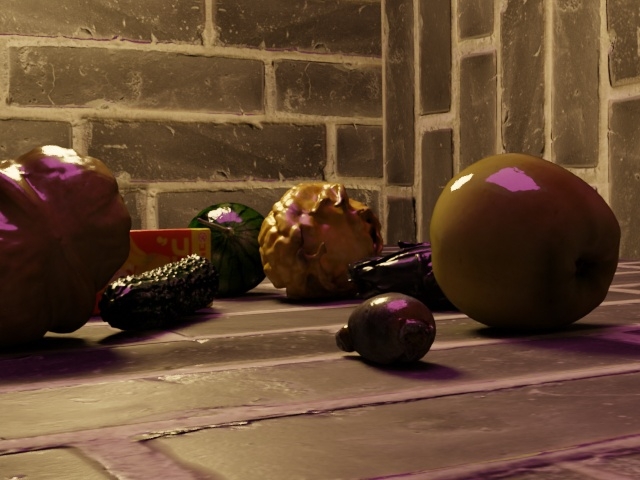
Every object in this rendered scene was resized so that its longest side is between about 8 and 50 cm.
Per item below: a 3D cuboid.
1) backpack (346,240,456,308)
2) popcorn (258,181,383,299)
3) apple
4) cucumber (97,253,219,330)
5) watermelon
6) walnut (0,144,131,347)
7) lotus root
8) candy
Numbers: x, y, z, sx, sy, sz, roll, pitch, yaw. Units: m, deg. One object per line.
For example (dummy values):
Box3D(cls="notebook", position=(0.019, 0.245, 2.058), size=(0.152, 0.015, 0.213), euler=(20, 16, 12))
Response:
Box3D(cls="backpack", position=(0.173, 0.058, 1.788), size=(0.258, 0.133, 0.206), euler=(-8, -2, 8))
Box3D(cls="popcorn", position=(0.000, 0.000, 1.943), size=(0.250, 0.250, 0.190), euler=(-3, -17, -44))
Box3D(cls="apple", position=(0.282, 0.007, 1.441), size=(0.263, 0.262, 0.262), euler=(-1, 2, 0))
Box3D(cls="cucumber", position=(-0.244, 0.086, 1.570), size=(0.096, 0.096, 0.359), euler=(0, 6, 11))
Box3D(cls="watermelon", position=(-0.178, 0.012, 2.017), size=(0.188, 0.188, 0.214), euler=(-1, -22, -11))
Box3D(cls="walnut", position=(-0.400, 0.010, 1.378), size=(0.282, 0.253, 0.277), euler=(-11, 1, -36))
Box3D(cls="lotus root", position=(0.075, 0.102, 1.182), size=(0.088, 0.088, 0.165), euler=(-2, -7, -26))
Box3D(cls="candy", position=(-0.325, 0.052, 1.771), size=(0.276, 0.146, 0.088), euler=(-4, 3, -30))
